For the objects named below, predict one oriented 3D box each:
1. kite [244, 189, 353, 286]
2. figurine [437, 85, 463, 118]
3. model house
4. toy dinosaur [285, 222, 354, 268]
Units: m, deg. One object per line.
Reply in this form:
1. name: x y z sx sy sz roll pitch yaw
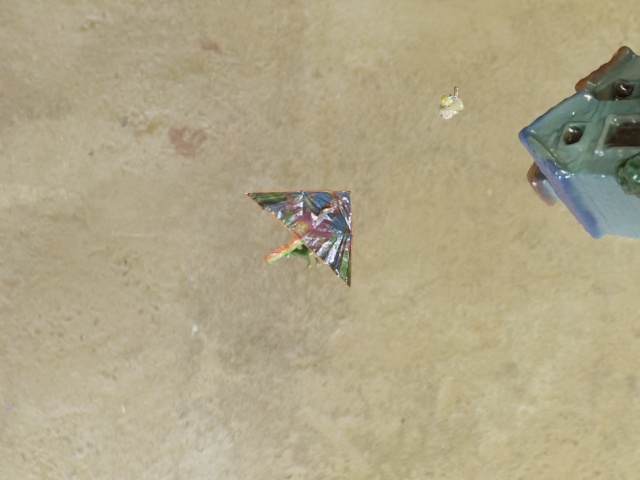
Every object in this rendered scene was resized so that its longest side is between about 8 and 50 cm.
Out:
1. kite: -0.016 -0.013 1.071 0.190 0.159 0.010 41 29 -9
2. figurine: 0.280 -0.300 1.791 0.047 0.051 0.083 3 28 29
3. model house: 0.416 -0.156 1.143 0.251 0.329 0.295 36 74 -36
4. toy dinosaur: -0.001 0.000 1.319 0.119 0.029 0.060 -40 70 2
